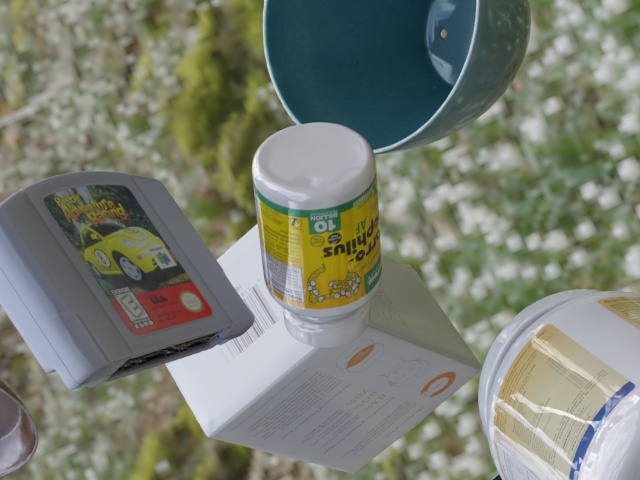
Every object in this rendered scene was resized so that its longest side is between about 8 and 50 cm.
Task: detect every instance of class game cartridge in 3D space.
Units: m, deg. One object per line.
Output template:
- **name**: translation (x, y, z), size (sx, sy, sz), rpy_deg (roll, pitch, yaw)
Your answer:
- **game cartridge**: translation (-0.192, 0.027, 1.760), size (0.196, 0.060, 0.294), rpy_deg (51, -155, 12)

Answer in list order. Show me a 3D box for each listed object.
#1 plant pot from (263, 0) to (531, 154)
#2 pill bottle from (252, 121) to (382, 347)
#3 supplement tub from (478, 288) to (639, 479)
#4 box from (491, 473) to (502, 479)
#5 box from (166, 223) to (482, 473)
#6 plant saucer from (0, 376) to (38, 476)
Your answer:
- **plant pot**: translation (0.109, -0.232, 2.026), size (0.195, 0.290, 0.290), rpy_deg (1, -124, -49)
- **pill bottle**: translation (0.000, 0.000, 1.842), size (0.117, 0.118, 0.208), rpy_deg (-119, 18, -47)
- **supplement tub**: translation (0.278, 0.173, 1.658), size (0.228, 0.228, 0.316), rpy_deg (67, 172, -18)
- **box**: translation (0.256, 0.300, 2.191), size (0.044, 0.233, 0.159), rpy_deg (46, 174, 40)
- **box**: translation (-0.002, 0.123, 2.207), size (0.168, 0.215, 0.345), rpy_deg (57, -164, 28)
- **plant saucer**: translation (-0.514, 0.216, 2.461), size (0.310, 0.311, 0.050), rpy_deg (71, -161, -51)
